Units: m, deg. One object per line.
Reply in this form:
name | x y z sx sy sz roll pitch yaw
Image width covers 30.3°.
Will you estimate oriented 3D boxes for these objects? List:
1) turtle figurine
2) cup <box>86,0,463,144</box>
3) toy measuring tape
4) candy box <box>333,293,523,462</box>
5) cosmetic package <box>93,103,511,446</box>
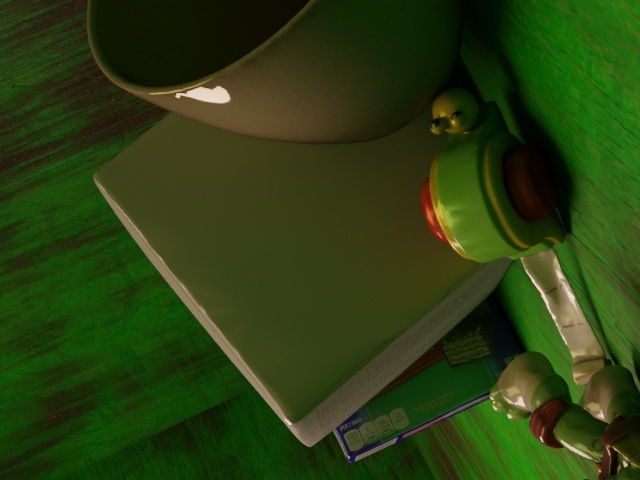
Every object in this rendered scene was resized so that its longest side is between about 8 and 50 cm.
turtle figurine | 0.243 0.227 0.984 0.266 0.197 0.275 -115 6 -61
cup | -0.006 -0.214 1.042 0.237 0.331 0.331 36 -162 -43
toy measuring tape | 0.178 0.015 1.074 0.330 0.121 0.121 63 176 -15
candy box | 0.089 0.096 1.580 0.122 0.268 0.317 88 157 -74
cosmetic package | 0.000 0.000 1.339 0.327 0.329 0.394 50 172 11
